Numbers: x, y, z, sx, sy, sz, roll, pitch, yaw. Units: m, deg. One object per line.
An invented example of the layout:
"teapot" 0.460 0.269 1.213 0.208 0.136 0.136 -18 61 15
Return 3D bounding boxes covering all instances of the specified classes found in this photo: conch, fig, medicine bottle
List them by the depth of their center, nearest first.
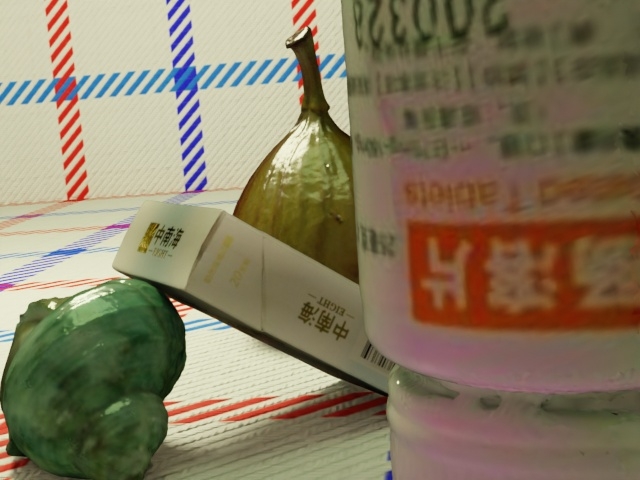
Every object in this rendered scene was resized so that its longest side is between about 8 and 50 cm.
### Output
"medicine bottle" 0.124 -0.022 0.564 0.219 0.388 0.219 -3 9 0
"conch" -0.169 0.104 0.787 0.176 0.122 0.188 -47 16 6
"fig" 0.005 -0.061 1.140 0.217 0.320 0.217 -1 12 0

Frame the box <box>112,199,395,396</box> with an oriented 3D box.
"box" -0.025 0.051 0.851 0.243 0.067 0.155 29 -11 -28
